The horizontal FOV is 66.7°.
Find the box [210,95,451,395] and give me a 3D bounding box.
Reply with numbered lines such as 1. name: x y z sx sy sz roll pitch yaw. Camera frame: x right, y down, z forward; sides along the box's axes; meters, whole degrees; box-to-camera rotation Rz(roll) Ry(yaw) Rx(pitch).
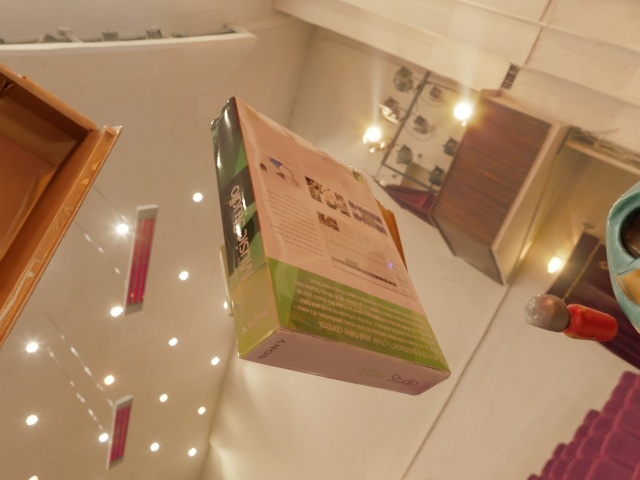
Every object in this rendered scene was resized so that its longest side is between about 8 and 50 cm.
1. box: 0.000 0.000 0.536 0.232 0.322 0.058 24 -56 -37

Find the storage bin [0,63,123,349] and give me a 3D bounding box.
1. storage bin: -0.333 -0.067 0.365 0.262 0.123 0.260 37 -125 -35

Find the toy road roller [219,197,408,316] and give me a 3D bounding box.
1. toy road roller: -0.003 0.036 0.839 0.240 0.202 0.329 1 -18 -40

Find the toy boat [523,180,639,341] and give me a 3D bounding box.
1. toy boat: 0.434 0.059 0.687 0.318 0.148 0.267 115 166 -51
